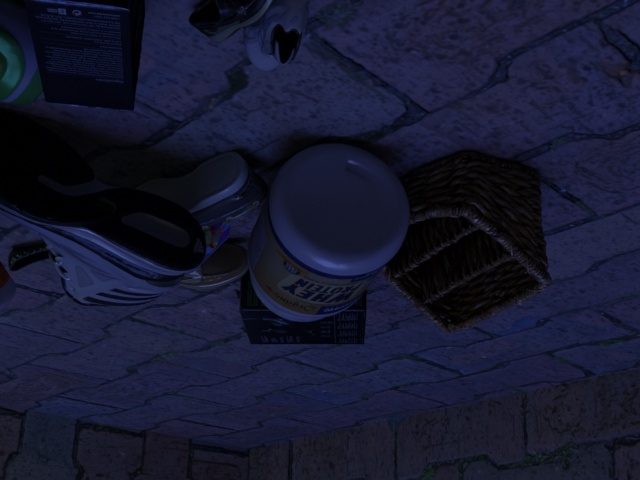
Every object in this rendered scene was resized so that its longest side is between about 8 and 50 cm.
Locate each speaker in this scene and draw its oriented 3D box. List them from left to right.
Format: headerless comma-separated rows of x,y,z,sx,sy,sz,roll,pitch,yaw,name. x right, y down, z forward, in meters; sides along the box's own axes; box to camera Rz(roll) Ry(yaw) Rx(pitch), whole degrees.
-0.465,-0.265,1.050,0.297,0.131,0.131,22,148,-40,speaker

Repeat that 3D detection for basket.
0.225,0.010,1.549,0.214,0.223,0.299,13,154,-26,basket

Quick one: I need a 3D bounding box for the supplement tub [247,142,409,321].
0.000,0.000,1.521,0.228,0.228,0.316,6,156,-12,supplement tub

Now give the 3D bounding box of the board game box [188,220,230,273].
-0.240,0.004,1.652,0.169,0.033,0.133,-44,133,6,board game box

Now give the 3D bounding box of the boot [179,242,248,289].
-0.280,0.015,1.731,0.262,0.095,0.203,0,155,7,boot

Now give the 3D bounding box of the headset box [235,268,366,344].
-0.043,0.132,1.939,0.283,0.131,0.246,-1,157,2,headset box

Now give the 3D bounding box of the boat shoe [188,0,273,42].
-0.106,-0.287,1.082,0.049,0.056,0.152,12,154,-36,boat shoe

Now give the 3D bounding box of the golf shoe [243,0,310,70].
-0.058,-0.251,1.127,0.069,0.086,0.176,4,158,-14,golf shoe

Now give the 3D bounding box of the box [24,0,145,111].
-0.260,-0.265,1.014,0.108,0.153,0.207,5,155,-9,box

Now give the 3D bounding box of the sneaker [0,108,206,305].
-0.431,-0.015,1.421,0.448,0.169,0.257,30,135,-17,sneaker

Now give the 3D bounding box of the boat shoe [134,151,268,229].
-0.230,-0.059,1.536,0.305,0.109,0.091,-18,146,28,boat shoe

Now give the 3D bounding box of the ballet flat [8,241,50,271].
-0.558,0.030,1.814,0.173,0.049,0.057,-10,155,23,ballet flat

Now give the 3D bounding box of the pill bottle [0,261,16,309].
-0.626,-0.032,1.247,0.224,0.224,0.392,-17,110,34,pill bottle
